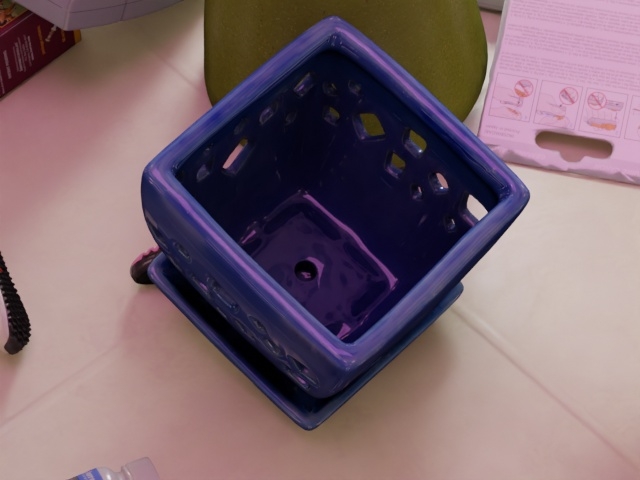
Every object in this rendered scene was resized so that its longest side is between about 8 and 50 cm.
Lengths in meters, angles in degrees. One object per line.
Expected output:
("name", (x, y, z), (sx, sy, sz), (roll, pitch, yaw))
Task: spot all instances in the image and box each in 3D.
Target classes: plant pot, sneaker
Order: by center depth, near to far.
("plant pot", (0.000, 0.000, 1.612), (0.236, 0.212, 0.236), (43, 64, 13))
("sneaker", (-0.311, 0.048, 1.718), (0.075, 0.057, 0.161), (-29, 55, 1))
("sneaker", (-0.109, 0.034, 1.722), (0.119, 0.047, 0.057), (-3, 63, 2))
("plant pot", (0.011, -0.248, 1.753), (0.275, 0.293, 0.275), (-3, 60, 4))

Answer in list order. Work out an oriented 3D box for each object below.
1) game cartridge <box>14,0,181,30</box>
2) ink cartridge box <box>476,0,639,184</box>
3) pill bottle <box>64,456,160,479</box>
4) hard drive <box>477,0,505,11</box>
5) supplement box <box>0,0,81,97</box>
("game cartridge", (-0.204, -0.297, 1.913), (0.196, 0.060, 0.294), (34, 38, 17))
("ink cartridge box", (0.258, -0.171, 1.849), (0.189, 0.066, 0.232), (11, 84, 12))
("pill bottle", (-0.190, 0.226, 1.547), (0.137, 0.078, 0.078), (-21, 54, -14))
("hard drive", (0.135, -0.329, 1.996), (0.307, 0.040, 0.203), (14, 54, 13))
("supplement box", (-0.337, -0.196, 1.887), (0.104, 0.081, 0.188), (35, 60, 27))
